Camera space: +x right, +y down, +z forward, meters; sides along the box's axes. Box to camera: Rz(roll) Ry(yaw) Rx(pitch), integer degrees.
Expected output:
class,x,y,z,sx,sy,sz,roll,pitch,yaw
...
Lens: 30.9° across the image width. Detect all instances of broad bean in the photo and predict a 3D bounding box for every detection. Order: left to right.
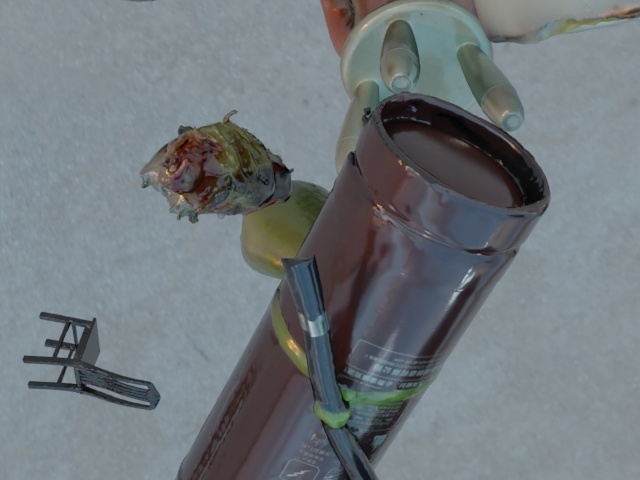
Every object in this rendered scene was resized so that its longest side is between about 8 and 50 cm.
class,x,y,z,sx,sy,sz,roll,pitch,yaw
broad bean,0.000,0.000,1.428,0.189,0.263,0.121,-12,109,-38

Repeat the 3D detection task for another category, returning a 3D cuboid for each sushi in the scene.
class,x,y,z,sx,sy,sz,roll,pitch,yaw
sushi,-0.102,-0.068,1.086,0.103,0.226,0.097,-18,85,17

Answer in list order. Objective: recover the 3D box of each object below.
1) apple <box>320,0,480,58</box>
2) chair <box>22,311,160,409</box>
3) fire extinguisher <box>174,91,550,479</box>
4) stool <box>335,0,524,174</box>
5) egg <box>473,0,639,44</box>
class,x,y,z,sx,sy,sz,roll,pitch,yaw
apple,0.109,-0.341,1.591,0.206,0.251,0.272,-16,93,-10
chair,-0.341,0.187,1.791,0.212,0.101,0.084,9,138,3
fire extinguisher,-0.011,0.089,0.608,0.141,0.105,0.341,-2,132,-42
stool,0.121,-0.168,1.411,0.195,0.199,0.195,18,130,-14
egg,0.298,-0.369,1.060,0.354,0.354,0.340,-11,98,-18
